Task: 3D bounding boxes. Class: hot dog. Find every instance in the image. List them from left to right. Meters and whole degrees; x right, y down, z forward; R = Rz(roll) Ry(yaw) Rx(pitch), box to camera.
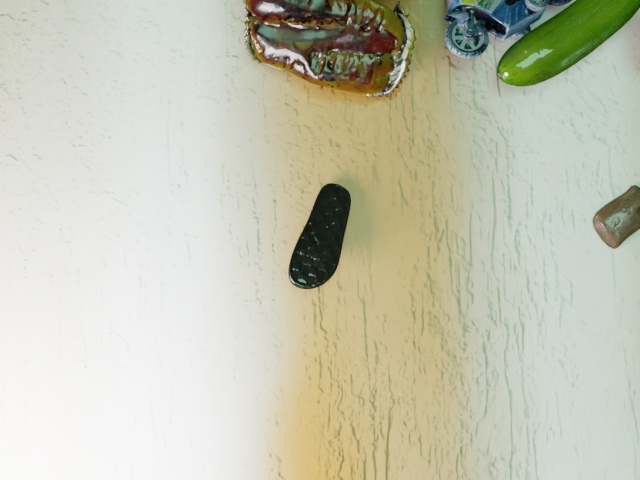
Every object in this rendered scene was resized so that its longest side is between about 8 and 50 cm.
[{"bbox_3d":[0.008,-0.307,1.289,0.270,0.082,0.163,16,123,-4],"label":"hot dog"}]

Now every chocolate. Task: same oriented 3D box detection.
[{"bbox_3d":[0.473,-0.038,1.318,0.100,0.031,0.065,-35,90,-6],"label":"chocolate"}]

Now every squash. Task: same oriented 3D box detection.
[{"bbox_3d":[0.397,-0.324,1.319,0.292,0.082,0.082,-36,86,-5],"label":"squash"}]

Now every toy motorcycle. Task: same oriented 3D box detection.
[{"bbox_3d":[0.281,-0.380,1.322,0.254,0.092,0.136,-31,76,-13],"label":"toy motorcycle"}]

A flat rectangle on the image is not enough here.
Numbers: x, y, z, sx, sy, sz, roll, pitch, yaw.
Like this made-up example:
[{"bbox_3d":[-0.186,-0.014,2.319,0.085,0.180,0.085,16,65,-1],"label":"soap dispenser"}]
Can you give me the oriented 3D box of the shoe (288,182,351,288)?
[{"bbox_3d":[0.000,0.000,1.301,0.071,0.049,0.179,20,65,-4],"label":"shoe"}]
